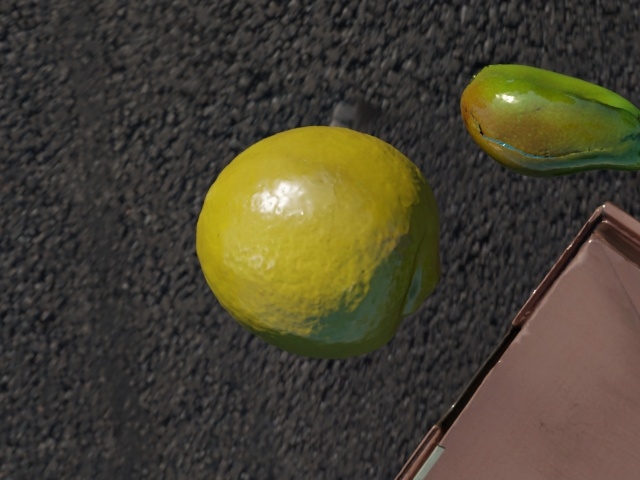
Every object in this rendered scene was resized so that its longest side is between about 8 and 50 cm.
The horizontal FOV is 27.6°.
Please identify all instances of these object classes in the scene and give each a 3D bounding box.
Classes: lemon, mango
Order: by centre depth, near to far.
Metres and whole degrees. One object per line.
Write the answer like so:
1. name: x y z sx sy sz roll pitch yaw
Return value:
1. mango: 0.273 -0.131 1.519 0.233 0.111 0.125 22 118 13
2. lemon: 0.000 0.000 1.818 0.348 0.348 0.348 4 114 9

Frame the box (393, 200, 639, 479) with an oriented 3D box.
1. box: 0.155 0.129 0.603 0.215 0.086 0.215 37 105 11
